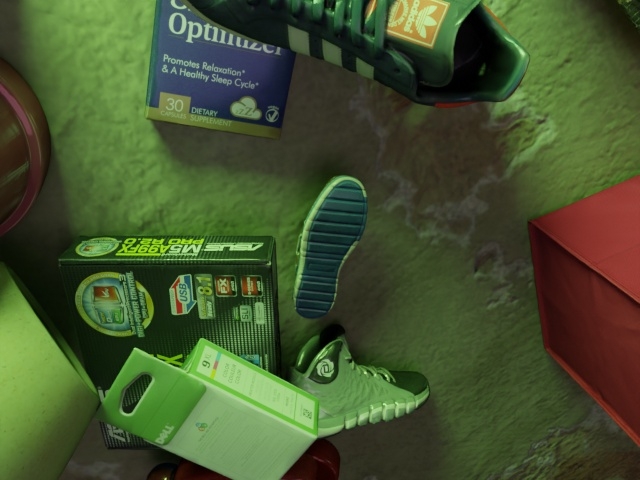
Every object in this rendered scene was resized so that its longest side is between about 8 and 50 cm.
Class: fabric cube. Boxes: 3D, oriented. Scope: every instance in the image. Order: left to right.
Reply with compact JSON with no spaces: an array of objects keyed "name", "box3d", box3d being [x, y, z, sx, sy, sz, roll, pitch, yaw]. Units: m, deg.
[{"name":"fabric cube","box3d":[0.460,0.078,0.694,0.258,0.259,0.254,-22,121,-4]}]

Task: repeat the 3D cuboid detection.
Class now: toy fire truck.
[{"name":"toy fire truck","box3d":[-0.109,0.385,0.746,0.253,0.169,0.302,6,126,2]}]

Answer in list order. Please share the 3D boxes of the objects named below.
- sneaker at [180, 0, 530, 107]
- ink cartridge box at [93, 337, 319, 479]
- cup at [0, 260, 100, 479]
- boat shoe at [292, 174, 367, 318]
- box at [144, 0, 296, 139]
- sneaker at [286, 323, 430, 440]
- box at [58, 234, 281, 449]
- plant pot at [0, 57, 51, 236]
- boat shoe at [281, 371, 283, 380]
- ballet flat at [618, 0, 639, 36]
[{"name":"sneaker","box3d":[0.040,-0.200,0.460,0.350,0.148,0.131,7,114,-32]},{"name":"ink cartridge box","box3d":[-0.116,0.179,0.586,0.209,0.062,0.109,30,114,-14]},{"name":"cup","box3d":[-0.352,0.150,0.494,0.237,0.331,0.331,-35,123,-23]},{"name":"boat shoe","box3d":[0.000,0.000,0.632,0.066,0.066,0.183,10,119,-18]},{"name":"box","box3d":[-0.085,-0.216,0.515,0.136,0.036,0.225,5,114,-19]},{"name":"sneaker","box3d":[0.054,0.173,0.732,0.228,0.086,0.132,-7,92,-33]},{"name":"box","box3d":[-0.155,0.125,0.628,0.216,0.060,0.270,0,117,0]},{"name":"plant pot","box3d":[-0.338,-0.059,0.439,0.201,0.180,0.201,-7,118,-14]},{"name":"boat shoe","box3d":[-0.073,0.152,0.701,0.050,0.045,0.135,-6,116,4]},{"name":"ballet flat","box3d":[0.375,-0.278,0.530,0.482,0.182,0.164,25,107,-26]}]
